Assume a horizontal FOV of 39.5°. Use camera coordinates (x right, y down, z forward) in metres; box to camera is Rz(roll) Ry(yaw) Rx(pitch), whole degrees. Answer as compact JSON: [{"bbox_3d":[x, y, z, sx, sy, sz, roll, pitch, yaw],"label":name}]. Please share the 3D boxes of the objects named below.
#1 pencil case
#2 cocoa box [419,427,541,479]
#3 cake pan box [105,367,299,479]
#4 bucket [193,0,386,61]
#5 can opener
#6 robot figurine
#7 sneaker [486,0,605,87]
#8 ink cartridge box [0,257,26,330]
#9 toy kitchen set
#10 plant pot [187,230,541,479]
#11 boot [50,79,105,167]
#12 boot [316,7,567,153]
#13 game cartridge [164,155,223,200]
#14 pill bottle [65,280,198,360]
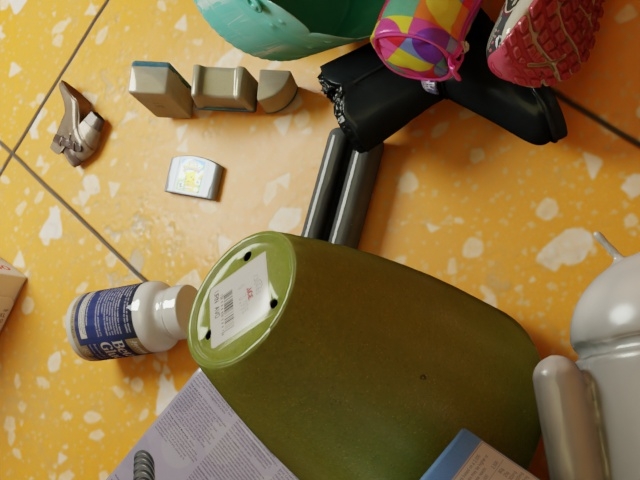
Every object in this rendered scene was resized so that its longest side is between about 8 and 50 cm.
[{"bbox_3d":[0.137,-0.275,0.936,0.104,0.104,0.236,13,72,28],"label":"pencil case"},{"bbox_3d":[0.100,0.380,0.729,0.228,0.231,0.347,33,126,18],"label":"cocoa box"},{"bbox_3d":[-0.115,0.313,1.085,0.267,0.070,0.246,43,104,26],"label":"cake pan box"},{"bbox_3d":[-0.016,-0.341,1.011,0.183,0.281,0.281,-5,78,58],"label":"bucket"},{"bbox_3d":[0.000,0.000,1.061,0.076,0.095,0.283,14,88,27],"label":"can opener"},{"bbox_3d":[0.341,0.156,0.806,0.300,0.200,0.353,-4,77,-13],"label":"robot figurine"},{"bbox_3d":[0.243,-0.274,0.944,0.112,0.121,0.299,9,53,35],"label":"sneaker"},{"bbox_3d":[-0.594,0.065,1.306,0.232,0.171,0.168,30,96,28],"label":"ink cartridge box"},{"bbox_3d":[-0.127,-0.251,1.176,0.207,0.122,0.166,4,83,7],"label":"toy kitchen set"},{"bbox_3d":[0.023,0.121,0.864,0.274,0.293,0.275,-29,43,31],"label":"plant pot"},{"bbox_3d":[-0.367,-0.168,1.305,0.118,0.042,0.087,45,105,26],"label":"boot"},{"bbox_3d":[0.128,-0.154,1.001,0.207,0.094,0.246,-33,61,3],"label":"boot"},{"bbox_3d":[-0.172,-0.087,1.207,0.083,0.017,0.056,10,82,27],"label":"game cartridge"},{"bbox_3d":[-0.239,0.103,1.165,0.169,0.094,0.094,-11,77,25],"label":"pill bottle"}]
